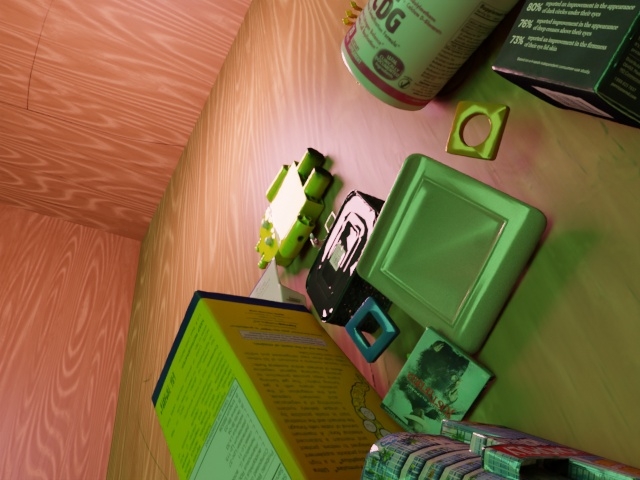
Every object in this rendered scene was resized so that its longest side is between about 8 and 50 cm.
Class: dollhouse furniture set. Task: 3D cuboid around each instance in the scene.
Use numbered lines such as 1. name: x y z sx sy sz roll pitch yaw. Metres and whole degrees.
1. dollhouse furniture set: 0.000 0.000 0.941 0.090 0.081 0.114 -61 27 23

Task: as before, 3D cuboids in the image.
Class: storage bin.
1. storage bin: 0.060 0.031 0.798 0.180 0.085 0.122 -63 27 17

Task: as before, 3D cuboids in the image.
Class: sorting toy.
1. sorting toy: 0.150 0.009 0.647 0.196 0.047 0.347 37 111 42

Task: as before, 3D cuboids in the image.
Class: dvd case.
1. dvd case: 0.127 0.169 0.608 0.087 0.013 0.119 39 113 30

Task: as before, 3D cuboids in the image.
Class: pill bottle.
1. pill bottle: 0.165 -0.327 0.727 0.283 0.161 0.160 -48 34 41

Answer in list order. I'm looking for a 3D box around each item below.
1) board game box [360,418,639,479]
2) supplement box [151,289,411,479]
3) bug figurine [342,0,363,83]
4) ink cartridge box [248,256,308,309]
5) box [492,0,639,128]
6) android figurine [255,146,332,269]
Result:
1. board game box: 0.168 0.186 0.406 0.194 0.194 0.060 -1 74 49
2. supplement box: -0.052 0.244 0.681 0.356 0.195 0.194 44 114 49
3. bug figurine: 0.121 -0.410 0.975 0.216 0.072 0.278 126 145 -46
4. ink cartridge box: -0.111 0.243 1.031 0.303 0.072 0.307 -55 29 34
5. box: 0.280 -0.219 0.485 0.207 0.108 0.153 -64 26 16
6. android figurine: -0.068 -0.058 1.152 0.272 0.056 0.248 -56 30 28
